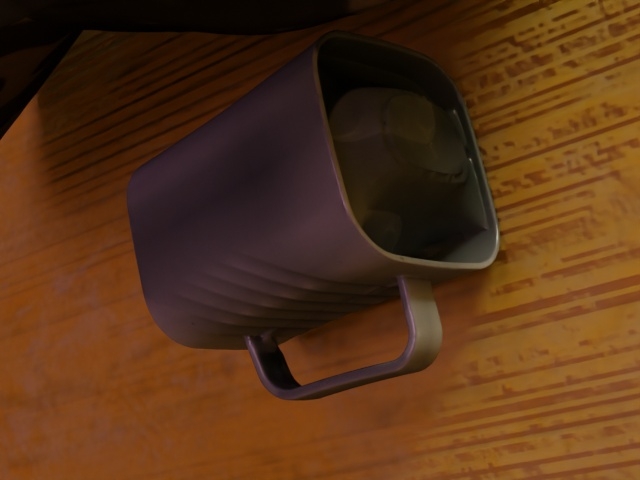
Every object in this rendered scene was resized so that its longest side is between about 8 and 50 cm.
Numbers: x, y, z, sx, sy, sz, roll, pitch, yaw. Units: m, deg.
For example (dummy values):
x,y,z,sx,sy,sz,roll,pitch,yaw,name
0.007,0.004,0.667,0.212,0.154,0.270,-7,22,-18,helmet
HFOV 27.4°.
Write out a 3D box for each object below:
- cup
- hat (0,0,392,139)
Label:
x,y,z,sx,sy,sz,roll,pitch,yaw,name
0.000,0.000,0.532,0.129,0.095,0.128,-27,69,39,cup
-0.053,-0.137,0.577,0.381,0.257,0.366,113,180,-57,hat
